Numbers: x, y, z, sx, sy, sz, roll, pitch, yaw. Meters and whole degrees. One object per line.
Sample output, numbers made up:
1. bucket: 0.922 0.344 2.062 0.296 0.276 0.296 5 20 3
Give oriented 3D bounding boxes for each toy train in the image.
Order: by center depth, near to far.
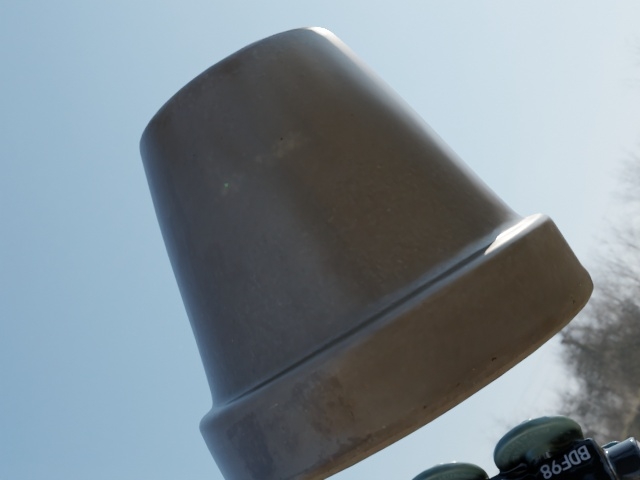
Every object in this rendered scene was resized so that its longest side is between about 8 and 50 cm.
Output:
1. toy train: 0.146 0.276 0.675 0.334 0.142 0.190 -33 -49 15

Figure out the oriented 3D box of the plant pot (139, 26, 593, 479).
1. plant pot: 0.000 0.000 0.511 0.263 0.229 0.263 -32 -4 -2
